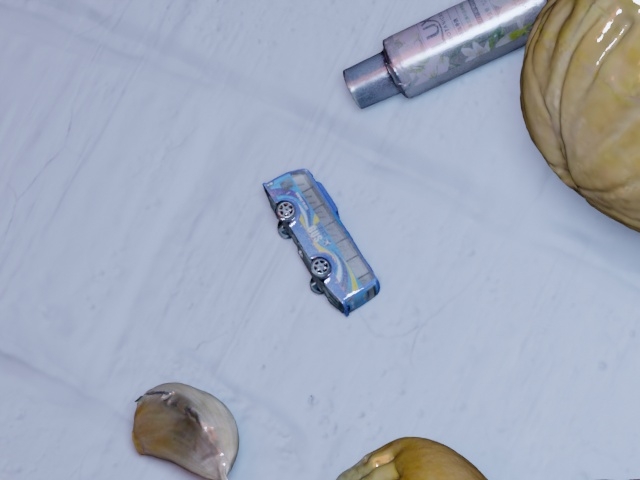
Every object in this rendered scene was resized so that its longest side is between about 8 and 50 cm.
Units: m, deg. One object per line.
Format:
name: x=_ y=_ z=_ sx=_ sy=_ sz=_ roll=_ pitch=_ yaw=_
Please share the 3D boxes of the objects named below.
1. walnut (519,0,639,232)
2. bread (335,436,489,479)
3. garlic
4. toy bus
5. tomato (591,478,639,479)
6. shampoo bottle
walnut: x=0.346 y=-0.153 z=1.649 sx=0.332 sy=0.333 sz=0.333 roll=-4 pitch=75 yaw=14
bread: x=0.073 y=0.263 z=1.618 sx=0.204 sy=0.262 sz=0.163 roll=-33 pitch=96 yaw=2
garlic: x=-0.118 y=0.185 z=1.793 sx=0.152 sy=0.066 sz=0.084 roll=17 pitch=103 yaw=33
toy bus: x=0.000 y=0.000 z=1.820 sx=0.061 sy=0.051 sz=0.153 roll=-28 pitch=70 yaw=-7
tomato: x=0.261 y=0.297 z=1.633 sx=0.228 sy=0.112 sz=0.199 roll=19 pitch=99 yaw=-17
shampoo bottle: x=0.126 y=-0.193 z=1.825 sx=0.214 sy=0.072 sz=0.072 roll=-25 pitch=71 yaw=8
